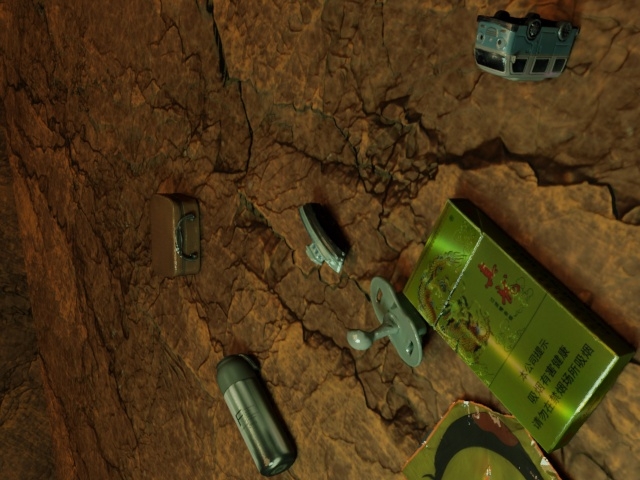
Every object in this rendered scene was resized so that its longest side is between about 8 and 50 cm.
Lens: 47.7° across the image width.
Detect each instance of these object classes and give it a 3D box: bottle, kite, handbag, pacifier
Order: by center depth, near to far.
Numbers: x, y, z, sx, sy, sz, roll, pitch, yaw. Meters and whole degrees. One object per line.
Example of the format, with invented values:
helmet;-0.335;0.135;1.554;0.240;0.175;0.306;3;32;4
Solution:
kite;0.242;0.388;1.004;0.377;0.013;0.328;4;98;53
pacifier;0.093;0.133;1.092;0.150;0.116;0.127;61;163;23
bottle;-0.129;0.340;1.443;0.096;0.079;0.254;-37;58;6
handbag;-0.335;-0.010;1.673;0.151;0.072;0.194;14;104;51

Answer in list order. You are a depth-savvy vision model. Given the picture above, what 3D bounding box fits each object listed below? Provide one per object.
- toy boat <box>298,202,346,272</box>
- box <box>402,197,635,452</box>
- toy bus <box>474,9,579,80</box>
toy boat;0.000;0.000;1.236;0.066;0.059;0.140;-49;57;30
box;0.239;0.101;0.947;0.311;0.043;0.173;50;132;37
toy bus;0.236;-0.225;0.844;0.060;0.122;0.075;35;125;45
